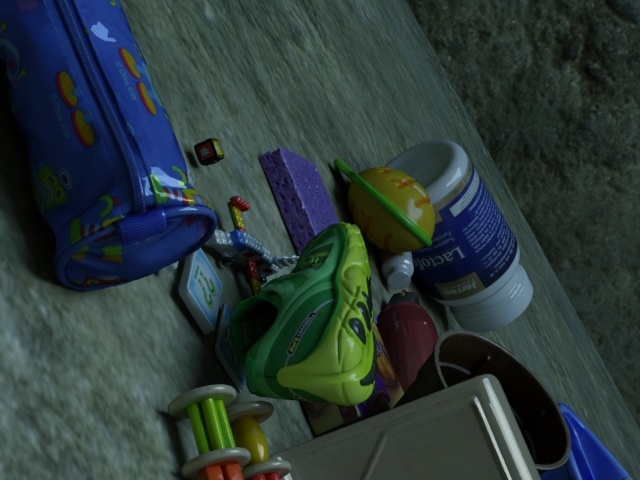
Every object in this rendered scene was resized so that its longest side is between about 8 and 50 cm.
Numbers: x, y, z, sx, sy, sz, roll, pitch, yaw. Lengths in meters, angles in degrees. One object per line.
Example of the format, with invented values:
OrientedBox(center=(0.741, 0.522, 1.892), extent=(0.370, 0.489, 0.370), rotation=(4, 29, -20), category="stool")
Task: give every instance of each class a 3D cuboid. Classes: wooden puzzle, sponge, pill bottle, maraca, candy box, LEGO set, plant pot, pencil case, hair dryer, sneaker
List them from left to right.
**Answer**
OrientedBox(center=(-0.179, -0.120, 0.962), extent=(0.133, 0.119, 0.306), rotation=(117, -49, -72), category="pencil case")
OrientedBox(center=(-0.085, -0.005, 1.218), extent=(0.182, 0.060, 0.244), rotation=(61, 15, -24), category="LEGO set")
OrientedBox(center=(-0.016, 0.056, 1.160), extent=(0.295, 0.123, 0.109), rotation=(-84, 169, -76), category="sneaker")
OrientedBox(center=(0.000, 0.000, 1.527), extent=(0.210, 0.031, 0.117), rotation=(68, 16, 14), category="sponge")
OrientedBox(center=(0.025, 0.133, 1.361), extent=(0.109, 0.053, 0.186), rotation=(68, 15, 12), category="candy box")
OrientedBox(center=(0.081, -0.050, 1.759), extent=(0.127, 0.099, 0.185), rotation=(44, 1, -43), category="maraca")
OrientedBox(center=(0.101, 0.028, 1.786), extent=(0.043, 0.043, 0.083), rotation=(54, 19, -32), category="pill bottle")
OrientedBox(center=(0.090, 0.252, 1.148), extent=(0.221, 0.238, 0.044), rotation=(68, -20, 12), category="wooden puzzle")
OrientedBox(center=(0.133, 0.173, 1.597), extent=(0.224, 0.080, 0.293), rotation=(64, 16, -2), category="hair dryer")
OrientedBox(center=(0.127, 0.201, 1.312), extent=(0.167, 0.165, 0.167), rotation=(30, 30, -20), category="plant pot")
OrientedBox(center=(0.194, -0.001, 1.930), extent=(0.265, 0.153, 0.153), rotation=(55, 18, -28), category="pill bottle")

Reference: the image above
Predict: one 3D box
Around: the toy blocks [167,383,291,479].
OrientedBox(center=(-0.056, 0.191, 1.006), extent=(0.123, 0.054, 0.148), rotation=(35, 33, -62), category="toy blocks")

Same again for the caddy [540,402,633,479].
OrientedBox(center=(0.355, 0.389, 1.799), extent=(0.241, 0.179, 0.341), rotation=(33, 34, -63), category="caddy")
